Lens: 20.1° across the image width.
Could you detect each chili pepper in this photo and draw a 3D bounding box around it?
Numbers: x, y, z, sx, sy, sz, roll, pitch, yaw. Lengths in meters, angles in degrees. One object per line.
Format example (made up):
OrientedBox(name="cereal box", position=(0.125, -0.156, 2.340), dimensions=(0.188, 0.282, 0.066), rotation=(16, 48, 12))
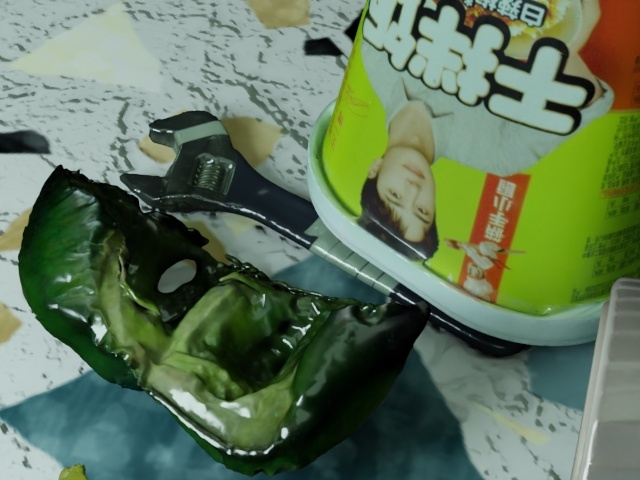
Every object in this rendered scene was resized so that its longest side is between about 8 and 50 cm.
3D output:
OrientedBox(name="chili pepper", position=(-0.076, 0.053, 1.110), dimensions=(0.264, 0.116, 0.148), rotation=(29, 62, 23))

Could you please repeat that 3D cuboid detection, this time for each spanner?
OrientedBox(name="spanner", position=(0.000, 0.000, 1.218), dimensions=(0.316, 0.024, 0.087), rotation=(29, 52, 21))

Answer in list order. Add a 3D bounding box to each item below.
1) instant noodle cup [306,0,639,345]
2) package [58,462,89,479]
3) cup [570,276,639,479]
OrientedBox(name="instant noodle cup", position=(0.152, -0.141, 1.150), dimensions=(0.294, 0.308, 0.294), rotation=(5, 43, -5))
OrientedBox(name="package", position=(-0.126, 0.217, 0.943), dimensions=(0.168, 0.090, 0.226), rotation=(24, 48, 18))
OrientedBox(name="cup", position=(0.274, 0.113, 0.950), dimensions=(0.273, 0.288, 0.208), rotation=(10, 32, 9))
